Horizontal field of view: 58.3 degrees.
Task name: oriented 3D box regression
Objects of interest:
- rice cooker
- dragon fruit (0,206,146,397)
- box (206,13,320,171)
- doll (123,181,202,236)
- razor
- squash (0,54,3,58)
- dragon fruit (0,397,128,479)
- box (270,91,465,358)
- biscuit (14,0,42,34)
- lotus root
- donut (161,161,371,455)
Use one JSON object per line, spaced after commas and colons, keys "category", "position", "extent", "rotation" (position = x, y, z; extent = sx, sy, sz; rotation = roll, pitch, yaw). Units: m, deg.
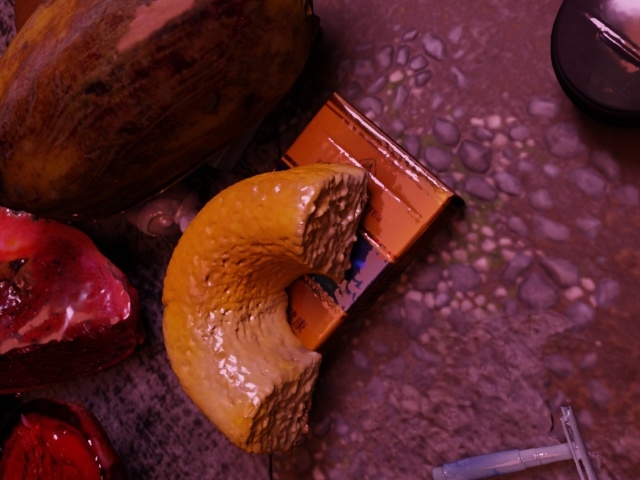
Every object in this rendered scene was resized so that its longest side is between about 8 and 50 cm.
{"category": "rice cooker", "position": [0.271, -0.176, 0.432], "extent": [0.203, 0.118, 0.142], "rotation": [-43, 73, 14]}
{"category": "dragon fruit", "position": [-0.314, 0.057, 0.650], "extent": [0.262, 0.134, 0.211], "rotation": [-13, 70, 4]}
{"category": "box", "position": [-0.154, -0.220, 0.638], "extent": [0.270, 0.045, 0.211], "rotation": [36, 99, 19]}
{"category": "doll", "position": [-0.167, -0.046, 0.615], "extent": [0.127, 0.073, 0.084], "rotation": [23, 103, 25]}
{"category": "razor", "position": [0.162, 0.193, 0.499], "extent": [0.135, 0.040, 0.068], "rotation": [-22, 78, 25]}
{"category": "squash", "position": [-0.431, -0.180, 0.728], "extent": [0.250, 0.083, 0.083], "rotation": [-11, 83, 17]}
{"category": "dragon fruit", "position": [-0.283, 0.306, 0.617], "extent": [0.282, 0.100, 0.343], "rotation": [22, 104, 38]}
{"category": "box", "position": [0.000, 0.000, 0.553], "extent": [0.152, 0.070, 0.237], "rotation": [44, 101, 18]}
{"category": "biscuit", "position": [-0.266, -0.282, 0.641], "extent": [0.212, 0.036, 0.212], "rotation": [-2, 84, 22]}
{"category": "lotus root", "position": [-0.156, -0.160, 0.514], "extent": [0.397, 0.179, 0.196], "rotation": [-31, 76, 15]}
{"category": "donut", "position": [-0.066, 0.046, 0.498], "extent": [0.152, 0.101, 0.259], "rotation": [16, 97, 28]}
